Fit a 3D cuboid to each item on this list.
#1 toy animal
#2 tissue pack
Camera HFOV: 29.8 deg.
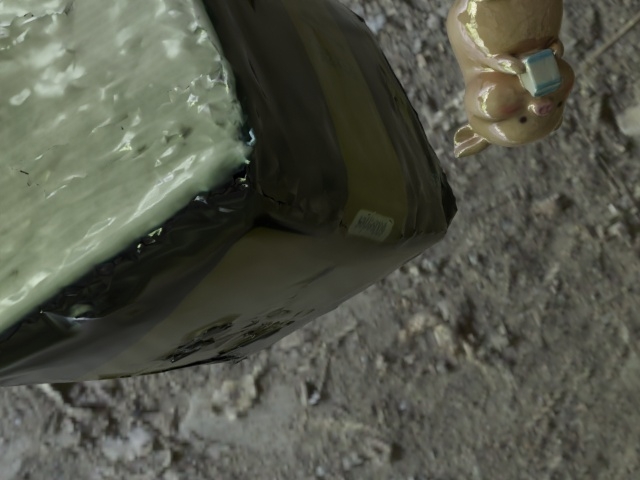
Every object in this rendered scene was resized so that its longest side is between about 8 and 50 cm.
[{"bbox_3d":[0.296,-0.267,1.813,0.195,0.213,0.256,-15,99,-14],"label":"toy animal"},{"bbox_3d":[-0.103,-0.060,0.807,0.264,0.416,0.253,-29,78,16],"label":"tissue pack"}]
